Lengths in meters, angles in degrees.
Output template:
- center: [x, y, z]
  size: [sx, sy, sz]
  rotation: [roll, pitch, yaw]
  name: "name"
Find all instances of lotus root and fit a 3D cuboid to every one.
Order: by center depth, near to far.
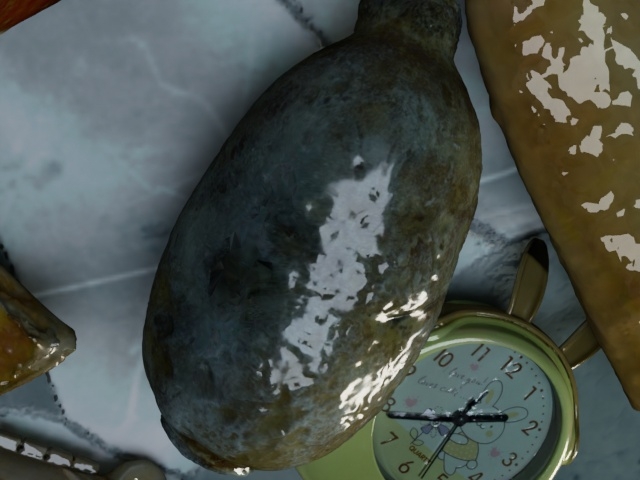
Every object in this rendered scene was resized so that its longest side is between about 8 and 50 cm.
- center: [0.000, 0.001, 1.029]
  size: [0.175, 0.175, 0.349]
  rotation: [21, 105, -16]
  name: "lotus root"

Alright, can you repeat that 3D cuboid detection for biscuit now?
- center: [0.312, -0.153, 1.045]
  size: [0.429, 0.104, 0.446]
  rotation: [-27, 114, 3]
  name: "biscuit"

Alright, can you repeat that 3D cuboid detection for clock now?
- center: [0.103, 0.111, 1.147]
  size: [0.232, 0.069, 0.170]
  rotation: [-45, 111, 10]
  name: "clock"

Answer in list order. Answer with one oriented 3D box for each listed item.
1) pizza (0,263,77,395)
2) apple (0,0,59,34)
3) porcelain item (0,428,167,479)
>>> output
- center: [-0.296, -0.012, 1.038]
  size: [0.189, 0.071, 0.297]
  rotation: [-28, 110, 23]
  name: "pizza"
- center: [-0.168, -0.272, 0.806]
  size: [0.340, 0.339, 0.339]
  rotation: [-3, 113, -7]
  name: "apple"
- center: [-0.151, 0.190, 1.152]
  size: [0.213, 0.054, 0.084]
  rotation: [14, 112, -14]
  name: "porcelain item"
